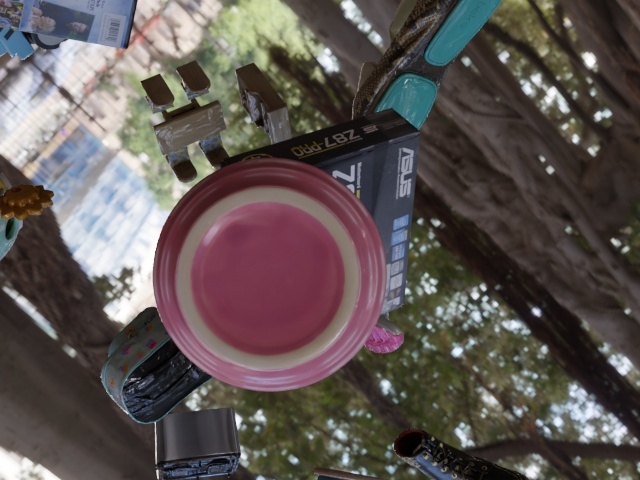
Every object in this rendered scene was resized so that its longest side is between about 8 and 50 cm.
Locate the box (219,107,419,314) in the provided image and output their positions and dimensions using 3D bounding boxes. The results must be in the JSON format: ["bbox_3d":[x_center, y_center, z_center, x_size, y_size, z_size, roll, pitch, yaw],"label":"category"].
[{"bbox_3d":[0.000,0.000,1.470,0.318,0.395,0.097,-20,-136,-24],"label":"box"}]

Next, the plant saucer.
[{"bbox_3d":[-0.071,0.050,1.211,0.332,0.332,0.084,-45,-177,2],"label":"plant saucer"}]

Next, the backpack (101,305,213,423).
[{"bbox_3d":[-0.299,0.224,1.561,0.144,0.166,0.188,24,-121,34],"label":"backpack"}]

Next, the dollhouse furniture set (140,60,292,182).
[{"bbox_3d":[-0.200,-0.227,1.713,0.242,0.212,0.161,-25,-128,-13],"label":"dollhouse furniture set"}]

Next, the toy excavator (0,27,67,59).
[{"bbox_3d":[-0.822,-0.501,1.864,0.445,0.433,0.222,-40,-120,-9],"label":"toy excavator"}]

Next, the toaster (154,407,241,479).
[{"bbox_3d":[-0.249,0.410,1.741,0.186,0.168,0.110,109,-27,-63],"label":"toaster"}]

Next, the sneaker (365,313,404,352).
[{"bbox_3d":[0.114,0.171,2.033,0.111,0.103,0.252,-35,-142,-22],"label":"sneaker"}]

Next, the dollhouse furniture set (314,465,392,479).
[{"bbox_3d":[0.078,0.415,1.144,0.303,0.286,0.198,74,25,-74],"label":"dollhouse furniture set"}]

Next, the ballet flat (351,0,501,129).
[{"bbox_3d":[0.182,-0.367,1.748,0.483,0.164,0.182,-57,-132,21],"label":"ballet flat"}]

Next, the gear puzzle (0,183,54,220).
[{"bbox_3d":[-0.545,-0.054,1.220,0.338,0.044,0.175,0,-145,1],"label":"gear puzzle"}]

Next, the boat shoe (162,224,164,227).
[{"bbox_3d":[-0.290,0.076,1.844,0.257,0.095,0.095,102,-16,-45],"label":"boat shoe"}]

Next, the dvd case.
[{"bbox_3d":[-0.370,-0.365,1.182,0.022,0.252,0.180,-113,-144,-49],"label":"dvd case"}]

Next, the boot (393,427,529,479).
[{"bbox_3d":[0.264,0.435,1.662,0.236,0.178,0.085,-7,-128,58],"label":"boot"}]

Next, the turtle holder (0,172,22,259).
[{"bbox_3d":[-0.753,-0.073,1.786,0.227,0.320,0.243,-27,-151,-32],"label":"turtle holder"}]
